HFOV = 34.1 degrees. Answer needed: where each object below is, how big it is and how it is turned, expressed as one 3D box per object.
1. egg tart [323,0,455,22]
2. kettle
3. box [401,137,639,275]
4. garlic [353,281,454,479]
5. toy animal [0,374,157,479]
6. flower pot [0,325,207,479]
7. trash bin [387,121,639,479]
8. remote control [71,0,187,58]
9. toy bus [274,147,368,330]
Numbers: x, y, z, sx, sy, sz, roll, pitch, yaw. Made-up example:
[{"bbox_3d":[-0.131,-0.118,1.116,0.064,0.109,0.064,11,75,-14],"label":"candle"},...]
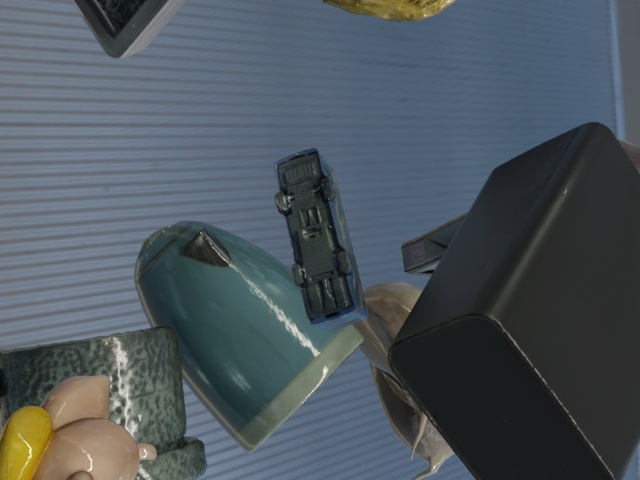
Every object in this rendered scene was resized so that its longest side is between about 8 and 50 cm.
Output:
[{"bbox_3d":[0.102,-0.469,1.582,0.132,0.341,0.341,59,39,-75],"label":"egg tart"},{"bbox_3d":[-0.152,0.133,1.601,0.342,0.319,0.247,44,52,5],"label":"kettle"},{"bbox_3d":[0.275,-0.024,1.274,0.180,0.325,0.047,8,63,-43],"label":"box"},{"bbox_3d":[0.157,0.228,1.807,0.231,0.246,0.340,37,37,-54],"label":"garlic"},{"bbox_3d":[-0.143,0.139,0.635,0.114,0.082,0.091,-49,148,-72],"label":"toy animal"},{"bbox_3d":[-0.291,0.263,1.329,0.299,0.299,0.283,-5,87,-49],"label":"flower pot"},{"bbox_3d":[0.161,0.051,0.714,0.165,0.115,0.225,53,42,-11],"label":"trash bin"},{"bbox_3d":[-0.098,-0.218,0.673,0.034,0.250,0.103,-33,90,-42],"label":"remote control"},{"bbox_3d":[0.000,0.000,0.893,0.061,0.051,0.153,46,28,-63],"label":"toy bus"}]
